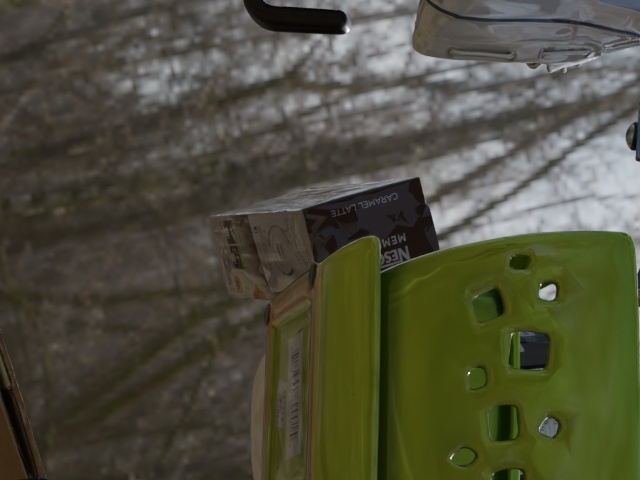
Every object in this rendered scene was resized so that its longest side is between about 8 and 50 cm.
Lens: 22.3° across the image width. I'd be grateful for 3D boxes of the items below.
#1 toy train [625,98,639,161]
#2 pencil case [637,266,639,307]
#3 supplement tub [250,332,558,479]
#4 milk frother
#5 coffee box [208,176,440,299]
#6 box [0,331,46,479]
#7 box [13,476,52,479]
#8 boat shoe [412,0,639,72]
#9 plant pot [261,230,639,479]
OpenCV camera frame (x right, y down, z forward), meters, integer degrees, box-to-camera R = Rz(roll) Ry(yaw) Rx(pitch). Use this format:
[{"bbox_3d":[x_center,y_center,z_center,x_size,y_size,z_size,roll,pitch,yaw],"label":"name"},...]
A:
[{"bbox_3d":[0.380,-0.097,1.509,0.105,0.184,0.080,88,9,-73],"label":"toy train"},{"bbox_3d":[0.431,0.085,1.494,0.306,0.119,0.133,34,0,-12],"label":"pencil case"},{"bbox_3d":[0.115,0.161,1.363,0.193,0.316,0.194,178,-90,-66],"label":"supplement tub"},{"bbox_3d":[-0.013,-0.257,1.378,0.143,0.134,0.129,73,29,-56],"label":"milk frother"},{"bbox_3d":[0.000,0.000,1.698,0.246,0.141,0.098,-1,-76,65],"label":"coffee box"},{"bbox_3d":[-0.298,0.120,1.209,0.201,0.021,0.164,-9,-77,37],"label":"box"},{"bbox_3d":[-0.196,0.181,0.988,0.018,0.083,0.067,27,60,-47],"label":"box"},{"bbox_3d":[0.194,-0.186,1.373,0.095,0.258,0.084,-112,-147,-47],"label":"boat shoe"},{"bbox_3d":[0.076,0.113,1.096,0.227,0.207,0.228,142,-49,-73],"label":"plant pot"}]
